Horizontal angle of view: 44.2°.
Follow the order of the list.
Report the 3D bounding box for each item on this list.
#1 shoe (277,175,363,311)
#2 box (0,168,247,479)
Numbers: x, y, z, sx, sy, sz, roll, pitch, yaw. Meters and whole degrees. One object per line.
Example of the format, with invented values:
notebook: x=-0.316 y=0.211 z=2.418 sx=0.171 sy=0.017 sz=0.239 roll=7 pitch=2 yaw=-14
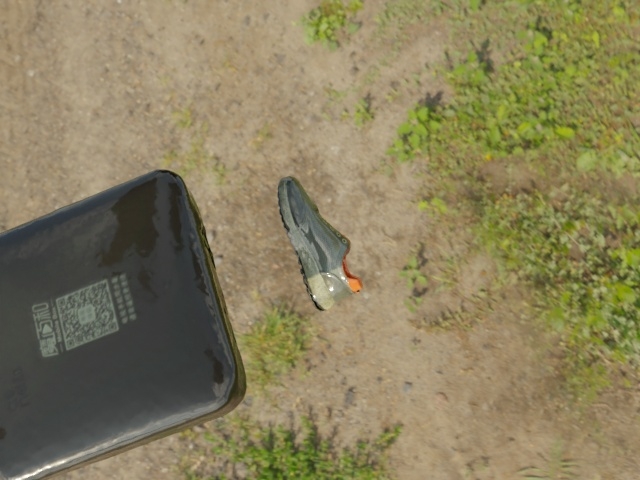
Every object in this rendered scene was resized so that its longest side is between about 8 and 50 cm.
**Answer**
shoe: x=0.000 y=-0.002 z=1.093 sx=0.077 sy=0.074 sz=0.194 roll=-18 pitch=90 yaw=7
box: x=-0.244 y=0.090 z=0.871 sx=0.289 sy=0.073 sz=0.289 roll=-22 pitch=68 yaw=4
